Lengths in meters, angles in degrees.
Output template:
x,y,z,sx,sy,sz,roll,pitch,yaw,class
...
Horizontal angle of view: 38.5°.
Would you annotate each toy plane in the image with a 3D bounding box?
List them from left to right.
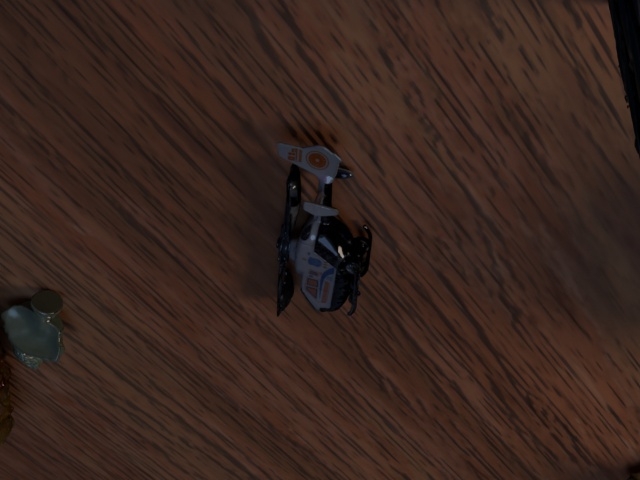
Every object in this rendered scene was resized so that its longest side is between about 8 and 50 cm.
x,y,z,sx,sy,sz,roll,pitch,yaw,class
0.001,0.000,0.755,0.078,0.053,0.197,12,137,10,toy plane

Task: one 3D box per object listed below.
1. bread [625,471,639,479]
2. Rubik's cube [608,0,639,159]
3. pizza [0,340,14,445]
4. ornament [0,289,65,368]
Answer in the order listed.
x,y,z,sx,sy,sz,roll,pitch,yaw,class
0.421,0.347,0.914,0.135,0.178,0.240,-23,127,25,bread
0.258,-0.175,0.413,0.253,0.259,0.256,-10,130,16,Rubik's cube
-0.336,0.129,0.892,0.058,0.127,0.246,-7,126,-14,pizza
-0.275,0.089,0.886,0.092,0.041,0.068,-25,104,39,ornament
